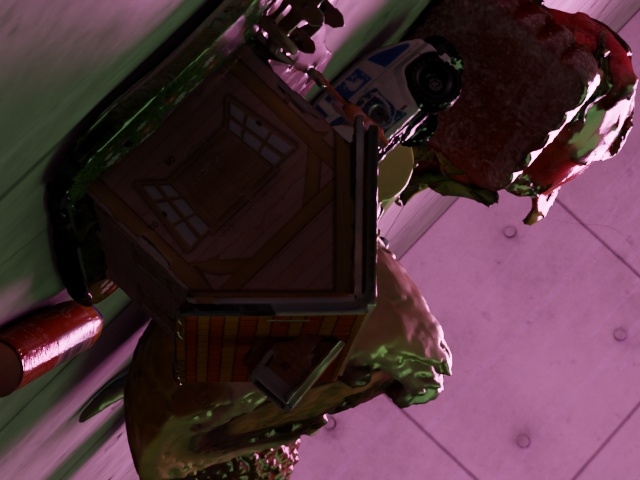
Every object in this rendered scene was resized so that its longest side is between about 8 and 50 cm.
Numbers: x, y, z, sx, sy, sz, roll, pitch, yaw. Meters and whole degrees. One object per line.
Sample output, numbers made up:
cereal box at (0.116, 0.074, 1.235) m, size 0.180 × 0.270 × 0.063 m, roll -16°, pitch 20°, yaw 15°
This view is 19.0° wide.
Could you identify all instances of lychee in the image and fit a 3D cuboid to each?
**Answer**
lychee at (-0.100, 0.195, 1.833) m, size 0.165 × 0.165 × 0.197 m, roll 124°, pitch -22°, yaw -58°

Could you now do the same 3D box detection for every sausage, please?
sausage at (-0.155, 0.056, 1.076) m, size 0.034 × 0.034 × 0.129 m, roll -49°, pitch 175°, yaw 19°

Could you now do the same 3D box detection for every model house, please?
model house at (-0.016, -0.018, 0.990) m, size 0.207 × 0.154 × 0.294 m, roll -44°, pitch 174°, yaw -13°

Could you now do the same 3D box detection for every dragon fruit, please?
dragon fruit at (0.171, -0.107, 1.768) m, size 0.269 × 0.198 × 0.200 m, roll -34°, pitch -173°, yaw 6°

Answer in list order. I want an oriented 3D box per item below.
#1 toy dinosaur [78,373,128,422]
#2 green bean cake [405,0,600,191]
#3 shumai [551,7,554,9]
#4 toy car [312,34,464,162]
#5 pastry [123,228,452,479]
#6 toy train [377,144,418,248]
toy dinosaur at (-0.136, 0.113, 1.668) m, size 0.247 × 0.188 × 0.075 m, roll -3°, pitch 106°, yaw -40°
green bean cake at (0.128, -0.123, 1.443) m, size 0.136 × 0.135 × 0.056 m, roll -50°, pitch 175°, yaw 33°
shumai at (0.203, -0.171, 2.003) m, size 0.139 × 0.105 × 0.123 m, roll -21°, pitch -167°, yaw 30°
toy car at (0.034, -0.083, 1.344) m, size 0.170 × 0.070 × 0.080 m, roll -43°, pitch 173°, yaw -22°
pastry at (-0.041, 0.075, 1.438) m, size 0.236 × 0.170 × 0.256 m, roll -13°, pitch 169°, yaw -12°
toy train at (0.000, 0.000, 1.625) m, size 0.157 × 0.105 × 0.253 m, roll -61°, pitch -176°, yaw -37°
